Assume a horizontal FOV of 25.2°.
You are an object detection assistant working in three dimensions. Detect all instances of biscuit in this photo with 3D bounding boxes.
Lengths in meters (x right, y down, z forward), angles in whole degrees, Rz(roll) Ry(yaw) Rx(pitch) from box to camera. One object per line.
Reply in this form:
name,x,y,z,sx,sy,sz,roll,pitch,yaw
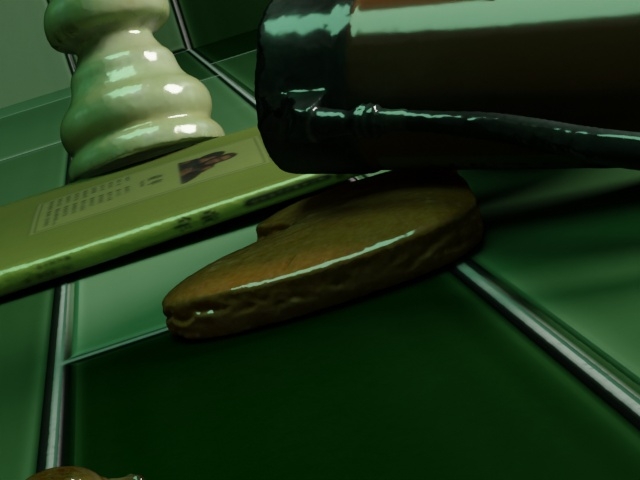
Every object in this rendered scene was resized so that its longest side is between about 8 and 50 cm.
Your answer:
biscuit,0.000,-0.001,0.833,0.186,0.036,0.192,-18,12,2

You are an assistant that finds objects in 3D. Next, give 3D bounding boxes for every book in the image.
book,-0.144,-0.025,1.118,0.352,0.035,0.239,-17,14,-2

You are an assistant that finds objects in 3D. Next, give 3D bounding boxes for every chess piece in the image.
chess piece,-0.189,-0.184,1.284,0.144,0.251,0.144,-18,-7,-2

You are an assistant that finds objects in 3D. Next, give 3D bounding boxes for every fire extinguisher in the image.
fire extinguisher,0.146,-0.074,0.777,0.376,0.113,0.200,-2,46,20

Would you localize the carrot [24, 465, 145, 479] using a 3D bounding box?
carrot,-0.162,0.141,0.393,0.070,0.070,0.342,-7,10,36
